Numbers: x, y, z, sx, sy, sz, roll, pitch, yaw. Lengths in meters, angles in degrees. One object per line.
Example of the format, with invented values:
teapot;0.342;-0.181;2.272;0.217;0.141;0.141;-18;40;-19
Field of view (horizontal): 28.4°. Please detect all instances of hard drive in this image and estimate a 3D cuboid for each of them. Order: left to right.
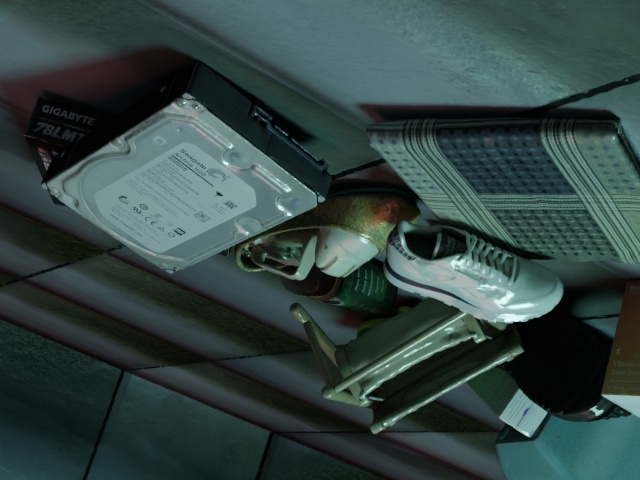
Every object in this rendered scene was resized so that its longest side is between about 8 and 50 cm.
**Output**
hard drive;-0.179;-0.080;1.642;0.237;0.064;0.339;37;140;-28

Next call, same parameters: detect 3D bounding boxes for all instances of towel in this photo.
towel;0.257;-0.060;1.510;0.312;0.056;0.324;1;154;33

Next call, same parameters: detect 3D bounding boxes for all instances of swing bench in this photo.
swing bench;0.138;0.145;1.822;0.253;0.165;0.254;-32;142;12

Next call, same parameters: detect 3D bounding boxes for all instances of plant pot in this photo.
plant pot;0.466;0.380;2.272;0.252;0.247;0.248;40;156;-12

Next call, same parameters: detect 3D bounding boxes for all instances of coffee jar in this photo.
coffee jar;0.029;0.061;1.944;0.096;0.079;0.184;0;166;42

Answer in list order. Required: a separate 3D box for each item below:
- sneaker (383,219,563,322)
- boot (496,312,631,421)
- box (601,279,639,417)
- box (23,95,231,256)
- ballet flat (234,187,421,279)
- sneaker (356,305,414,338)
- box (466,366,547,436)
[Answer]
sneaker;0.197;0.036;1.608;0.235;0.090;0.095;12;143;2
boot;0.406;0.211;1.906;0.260;0.131;0.348;31;-176;-25
box;0.469;0.145;1.688;0.091;0.171;0.130;29;158;-33
box;-0.264;-0.087;1.846;0.293;0.073;0.295;17;162;3
ballet flat;0.000;0.000;1.790;0.348;0.123;0.123;-4;152;47
sneaker;0.141;0.191;2.190;0.109;0.124;0.295;23;160;-14
box;0.309;0.254;2.123;0.063;0.067;0.324;33;-179;-5
